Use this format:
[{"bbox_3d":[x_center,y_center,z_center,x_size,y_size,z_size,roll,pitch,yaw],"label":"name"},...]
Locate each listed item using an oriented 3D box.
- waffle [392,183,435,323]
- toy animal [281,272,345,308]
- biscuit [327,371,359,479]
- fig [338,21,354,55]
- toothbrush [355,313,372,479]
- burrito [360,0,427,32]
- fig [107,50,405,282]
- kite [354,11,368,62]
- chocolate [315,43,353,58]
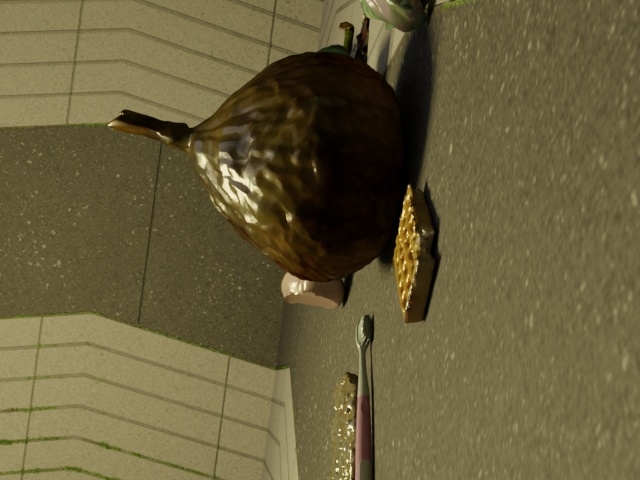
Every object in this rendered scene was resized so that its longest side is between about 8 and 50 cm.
[{"bbox_3d":[0.090,0.011,0.833,0.135,0.021,0.092,-93,12,-64],"label":"waffle"},{"bbox_3d":[0.000,0.000,1.389,0.124,0.124,0.212,123,155,-78],"label":"toy animal"},{"bbox_3d":[0.031,0.277,1.050,0.133,0.032,0.250,115,162,-70],"label":"biscuit"},{"bbox_3d":[0.017,-0.335,1.690,0.259,0.151,0.151,-48,27,37],"label":"fig"},{"bbox_3d":[0.051,0.202,0.998,0.025,0.020,0.286,112,166,-45],"label":"toothbrush"},{"bbox_3d":[0.085,-0.328,1.038,0.229,0.089,0.144,-94,10,-75],"label":"burrito"},{"bbox_3d":[-0.081,-0.097,1.052,0.286,0.369,0.286,8,-90,-85],"label":"fig"},{"bbox_3d":[0.080,-0.401,1.589,0.183,0.014,0.241,111,167,-67],"label":"kite"},{"bbox_3d":[0.026,-0.235,1.491,0.291,0.110,0.110,-94,12,-55],"label":"chocolate"}]
